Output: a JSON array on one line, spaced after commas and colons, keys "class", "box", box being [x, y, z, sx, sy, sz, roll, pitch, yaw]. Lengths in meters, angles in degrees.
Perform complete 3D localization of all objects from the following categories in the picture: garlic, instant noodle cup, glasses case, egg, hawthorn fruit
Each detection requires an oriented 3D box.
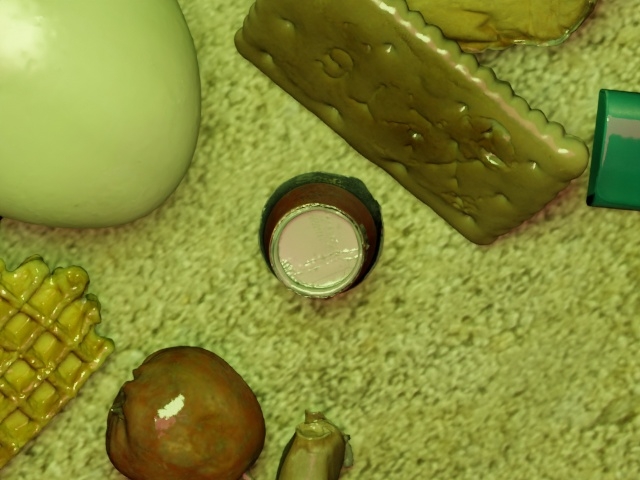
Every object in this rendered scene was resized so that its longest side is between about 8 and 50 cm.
[{"class": "garlic", "box": [-0.018, 0.237, 1.685, 0.066, 0.084, 0.152, 12, 93, 23]}, {"class": "instant noodle cup", "box": [-0.001, 0.002, 1.630, 0.127, 0.135, 0.127, 0, 97, 1]}, {"class": "glasses case", "box": [0.411, -0.072, 1.655, 0.301, 0.070, 0.117, 5, 97, -2]}, {"class": "egg", "box": [-0.253, -0.160, 1.543, 0.345, 0.283, 0.283, 42, 95, -18]}, {"class": "hawthorn fruit", "box": [-0.120, 0.181, 1.661, 0.149, 0.149, 0.189, -45, 122, 5]}]

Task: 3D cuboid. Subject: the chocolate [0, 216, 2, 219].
[{"class": "chocolate", "box": [-0.417, -0.028, 1.612, 0.224, 0.177, 0.206, 8, 97, -2]}]

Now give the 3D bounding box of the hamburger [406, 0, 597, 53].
[{"class": "hamburger", "box": [0.152, -0.297, 1.537, 0.259, 0.283, 0.144, 7, 57, -9]}]

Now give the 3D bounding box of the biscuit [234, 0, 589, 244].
[{"class": "biscuit", "box": [0.074, -0.127, 1.590, 0.325, 0.217, 0.044, 40, 58, -5]}]

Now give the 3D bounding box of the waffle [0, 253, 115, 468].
[{"class": "waffle", "box": [-0.298, 0.101, 1.655, 0.211, 0.055, 0.160, -47, 121, 4]}]
